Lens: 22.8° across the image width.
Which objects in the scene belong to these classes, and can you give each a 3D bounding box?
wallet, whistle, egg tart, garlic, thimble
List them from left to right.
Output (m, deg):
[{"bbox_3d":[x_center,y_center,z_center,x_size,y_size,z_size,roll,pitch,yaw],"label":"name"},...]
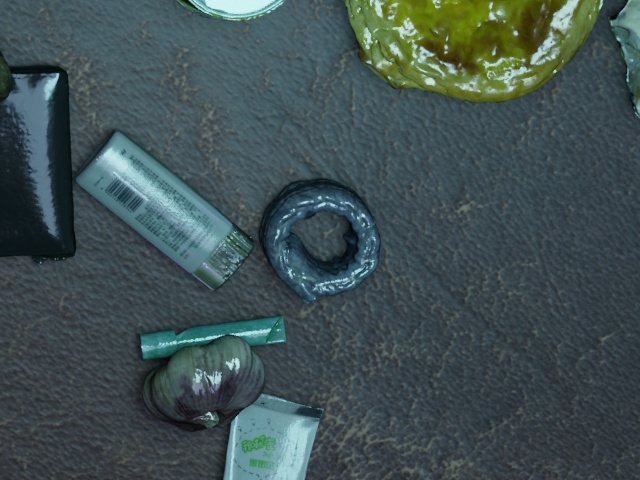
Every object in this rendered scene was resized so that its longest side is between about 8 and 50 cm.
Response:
[{"bbox_3d":[-0.377,-0.090,1.940,0.149,0.044,0.250,0,106,-4],"label":"wallet"},{"bbox_3d":[-0.145,0.188,1.995,0.159,0.147,0.102,-22,66,14],"label":"garlic"},{"bbox_3d":[-0.138,0.125,2.031,0.186,0.039,0.039,-7,106,-5],"label":"whistle"},{"bbox_3d":[-0.001,-0.002,1.983,0.150,0.098,0.150,-2,104,-7],"label":"thimble"},{"bbox_3d":[0.179,-0.333,1.901,0.341,0.129,0.341,-2,106,-5],"label":"egg tart"}]

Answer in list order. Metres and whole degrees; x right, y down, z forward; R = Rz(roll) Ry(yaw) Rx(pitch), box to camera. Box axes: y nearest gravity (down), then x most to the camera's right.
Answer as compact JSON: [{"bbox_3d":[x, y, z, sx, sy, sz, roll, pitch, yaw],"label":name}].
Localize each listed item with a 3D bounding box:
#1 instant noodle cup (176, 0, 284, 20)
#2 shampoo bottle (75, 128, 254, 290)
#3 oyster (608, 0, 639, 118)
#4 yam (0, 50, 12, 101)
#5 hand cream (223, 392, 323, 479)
[{"bbox_3d":[-0.101,-0.348,1.848,0.205,0.153,0.205,-2,104,-8],"label":"instant noodle cup"},{"bbox_3d":[-0.192,-0.037,1.970,0.227,0.056,0.086,39,98,-15],"label":"shampoo bottle"},{"bbox_3d":[0.474,-0.237,1.989,0.214,0.083,0.223,-28,101,-3],"label":"oyster"},{"bbox_3d":[-0.507,-0.157,1.846,0.279,0.131,0.131,-27,107,9],"label":"yam"},{"bbox_3d":[-0.084,0.368,2.064,0.121,0.076,0.336,13,84,-19],"label":"hand cream"}]
